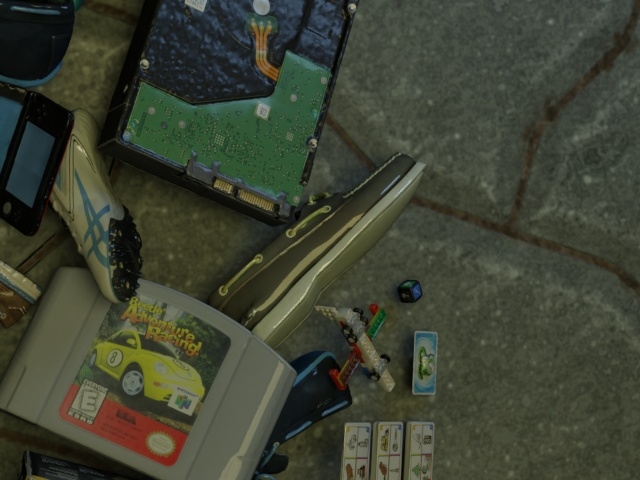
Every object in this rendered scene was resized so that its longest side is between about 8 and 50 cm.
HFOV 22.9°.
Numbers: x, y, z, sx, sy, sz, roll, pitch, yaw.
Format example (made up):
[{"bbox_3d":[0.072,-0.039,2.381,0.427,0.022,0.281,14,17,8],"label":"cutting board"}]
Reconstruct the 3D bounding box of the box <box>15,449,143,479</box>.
[{"bbox_3d":[-0.205,0.391,1.699,0.322,0.079,0.257,19,102,-18],"label":"box"}]

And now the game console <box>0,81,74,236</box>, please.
[{"bbox_3d":[-0.345,-0.093,1.694,0.085,0.124,0.144,11,104,-43],"label":"game console"}]

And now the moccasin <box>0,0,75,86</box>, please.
[{"bbox_3d":[-0.423,-0.280,1.664,0.342,0.137,0.117,18,120,-25],"label":"moccasin"}]

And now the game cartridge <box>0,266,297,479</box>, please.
[{"bbox_3d":[-0.186,0.149,1.715,0.294,0.060,0.196,22,74,7],"label":"game cartridge"}]

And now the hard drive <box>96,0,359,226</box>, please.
[{"bbox_3d":[-0.093,-0.212,1.782,0.237,0.064,0.339,23,71,-25],"label":"hard drive"}]

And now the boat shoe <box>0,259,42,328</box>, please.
[{"bbox_3d":[-0.390,0.029,1.698,0.183,0.066,0.066,35,78,-14],"label":"boat shoe"}]

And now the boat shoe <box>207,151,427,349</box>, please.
[{"bbox_3d":[0.000,-0.002,1.814,0.091,0.109,0.305,40,74,14],"label":"boat shoe"}]

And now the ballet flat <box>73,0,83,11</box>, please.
[{"bbox_3d":[-0.253,-0.411,1.689,0.123,0.123,0.348,20,113,-17],"label":"ballet flat"}]

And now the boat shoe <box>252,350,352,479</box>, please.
[{"bbox_3d":[-0.063,0.229,1.782,0.258,0.109,0.089,-37,103,-15],"label":"boat shoe"}]

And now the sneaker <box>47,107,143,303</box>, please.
[{"bbox_3d":[-0.256,-0.032,1.716,0.086,0.085,0.237,-25,67,10],"label":"sneaker"}]

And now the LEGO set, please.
[{"bbox_3d":[0.068,0.165,1.842,0.182,0.060,0.244,7,85,-52],"label":"LEGO set"}]
